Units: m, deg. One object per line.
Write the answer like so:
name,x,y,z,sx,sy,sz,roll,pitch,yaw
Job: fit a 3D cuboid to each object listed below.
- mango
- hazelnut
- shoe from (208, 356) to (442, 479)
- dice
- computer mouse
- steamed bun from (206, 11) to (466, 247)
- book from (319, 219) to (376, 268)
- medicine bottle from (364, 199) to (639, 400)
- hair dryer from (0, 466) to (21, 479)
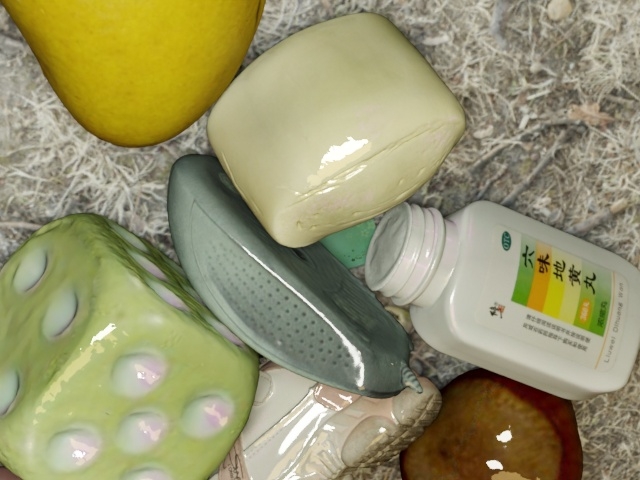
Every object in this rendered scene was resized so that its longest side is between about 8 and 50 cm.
mango,-0.196,-0.285,1.617,0.301,0.220,0.445,-5,122,-11
hazelnut,0.212,0.263,1.996,0.229,0.229,0.230,-4,119,-7
shoe,-0.039,0.225,1.937,0.351,0.198,0.172,-36,161,3
dice,-0.236,0.141,1.798,0.254,0.252,0.250,35,99,-38
computer mouse,-0.042,0.060,1.791,0.371,0.188,0.122,42,108,8
steamed bun,0.014,-0.122,1.731,0.250,0.200,0.155,-33,154,1
book,0.000,0.000,1.915,0.135,0.017,0.103,-16,119,0
medicine bottle,0.215,0.060,1.896,0.324,0.124,0.179,22,69,-18
hair dryer,-0.342,0.320,1.946,0.352,0.210,0.125,2,125,6
